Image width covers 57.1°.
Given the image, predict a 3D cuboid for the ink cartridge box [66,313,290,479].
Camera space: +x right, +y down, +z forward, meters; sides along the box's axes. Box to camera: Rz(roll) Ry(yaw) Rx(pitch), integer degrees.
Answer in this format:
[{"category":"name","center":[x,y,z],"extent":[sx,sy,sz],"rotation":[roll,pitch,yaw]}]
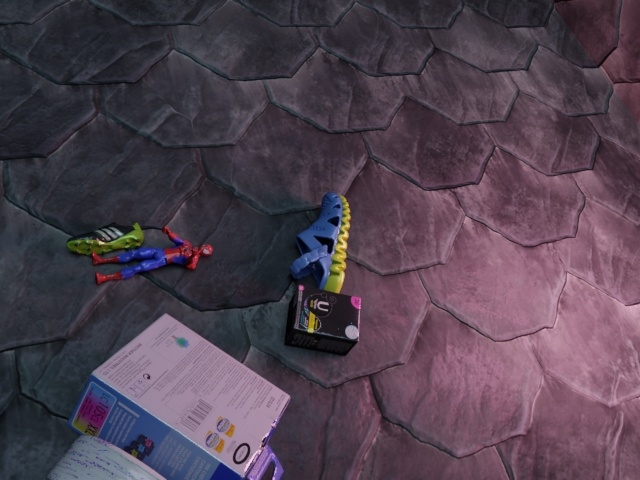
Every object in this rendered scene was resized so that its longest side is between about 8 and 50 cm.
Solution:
[{"category":"ink cartridge box","center":[-0.238,0.352,1.159],"extent":[0.396,0.151,0.270],"rotation":[31,24,5]}]

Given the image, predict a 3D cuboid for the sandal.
[{"category":"sandal","center":[0.000,0.000,1.547],"extent":[0.138,0.126,0.317],"rotation":[12,54,-6]}]

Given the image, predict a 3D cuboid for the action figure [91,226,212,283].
[{"category":"action figure","center":[-0.389,0.026,1.394],"extent":[0.281,0.139,0.091],"rotation":[-8,63,-25]}]

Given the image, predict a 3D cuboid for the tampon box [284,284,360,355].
[{"category":"tampon box","center":[0.006,0.196,1.430],"extent":[0.161,0.101,0.120],"rotation":[12,56,-11]}]

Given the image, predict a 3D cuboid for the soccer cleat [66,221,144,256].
[{"category":"soccer cleat","center":[-0.520,-0.007,1.420],"extent":[0.179,0.060,0.072],"rotation":[-6,51,-29]}]

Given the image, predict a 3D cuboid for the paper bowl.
[{"category":"paper bowl","center":[-0.350,0.479,1.019],"extent":[0.284,0.284,0.148],"rotation":[31,55,3]}]
